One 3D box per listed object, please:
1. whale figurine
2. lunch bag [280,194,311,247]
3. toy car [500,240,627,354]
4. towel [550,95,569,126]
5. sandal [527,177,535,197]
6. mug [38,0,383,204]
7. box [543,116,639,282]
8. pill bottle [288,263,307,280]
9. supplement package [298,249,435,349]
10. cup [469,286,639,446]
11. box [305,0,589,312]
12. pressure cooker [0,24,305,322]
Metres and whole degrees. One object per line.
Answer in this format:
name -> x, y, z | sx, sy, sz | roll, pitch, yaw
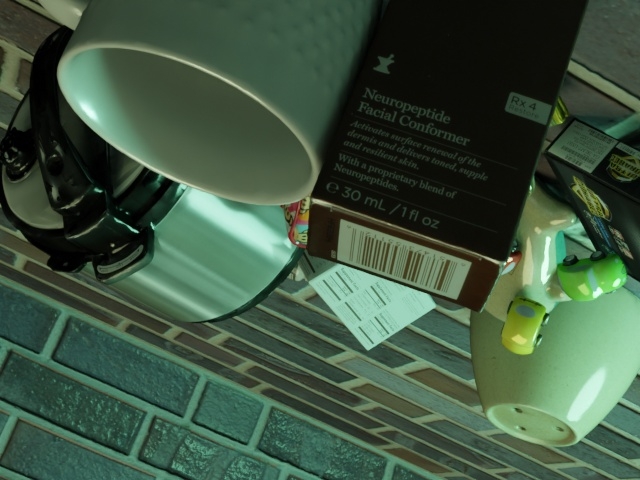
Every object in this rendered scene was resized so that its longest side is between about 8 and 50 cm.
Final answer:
whale figurine -> 0.324, 0.005, 1.596 | 0.216, 0.141, 0.272 | 41, 142, 23
lunch bag -> 0.082, -0.121, 1.325 | 0.258, 0.120, 0.293 | -3, 134, -14
toy car -> 0.327, 0.064, 1.495 | 0.225, 0.053, 0.239 | -12, 112, 34
towel -> 0.210, -0.177, 1.339 | 0.237, 0.021, 0.102 | -10, 112, 55
sandal -> 0.265, -0.135, 1.383 | 0.072, 0.049, 0.180 | 23, 145, 35
mug -> -0.117, -0.263, 1.057 | 0.374, 0.328, 0.276 | 22, 159, -1
box -> 0.457, -0.002, 1.346 | 0.293, 0.073, 0.295 | 40, 175, 41
pill bottle -> -0.062, 0.036, 2.070 | 0.137, 0.078, 0.078 | 18, 159, 6
supplement package -> 0.050, 0.019, 1.706 | 0.204, 0.145, 0.262 | 60, -175, 37
cup -> 0.402, 0.222, 1.827 | 0.331, 0.237, 0.331 | 17, 152, 9
box -> 0.138, -0.143, 1.036 | 0.191, 0.381, 0.143 | 18, 156, 6
pressure cooker -> -0.245, -0.102, 1.463 | 0.370, 0.375, 0.420 | 23, 171, 42
